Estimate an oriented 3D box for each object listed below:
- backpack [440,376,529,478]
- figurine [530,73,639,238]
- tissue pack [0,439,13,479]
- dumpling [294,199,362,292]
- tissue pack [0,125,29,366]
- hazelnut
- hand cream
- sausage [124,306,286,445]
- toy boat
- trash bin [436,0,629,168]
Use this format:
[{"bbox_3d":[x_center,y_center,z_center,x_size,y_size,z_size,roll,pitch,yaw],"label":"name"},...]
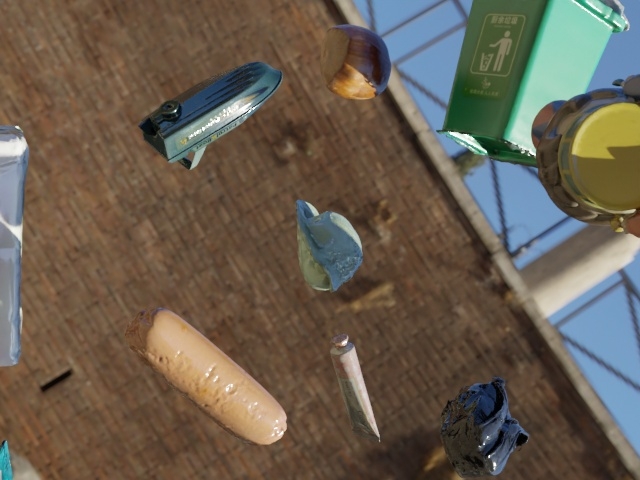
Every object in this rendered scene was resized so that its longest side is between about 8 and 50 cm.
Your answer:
[{"bbox_3d":[0.223,0.273,1.548,0.165,0.106,0.120,-18,89,-62],"label":"backpack"},{"bbox_3d":[0.286,-0.084,1.055,0.275,0.158,0.161,-162,-106,-86],"label":"figurine"},{"bbox_3d":[-0.484,0.360,1.547,0.028,0.138,0.085,17,-51,13],"label":"tissue pack"},{"bbox_3d":[0.015,0.003,1.763,0.219,0.108,0.153,-106,-169,-68],"label":"dumpling"},{"bbox_3d":[-0.575,0.000,1.609,0.194,0.266,0.356,-147,-120,-66],"label":"tissue pack"},{"bbox_3d":[0.072,-0.356,2.159,0.150,0.150,0.150,54,-13,18],"label":"hazelnut"},{"bbox_3d":[0.057,0.263,1.915,0.067,0.043,0.210,6,-60,44],"label":"hand cream"},{"bbox_3d":[-0.160,0.196,1.537,0.289,0.086,0.086,43,-4,-27],"label":"sausage"},{"bbox_3d":[-0.159,-0.198,1.646,0.093,0.246,0.103,39,-24,43],"label":"toy boat"},{"bbox_3d":[0.419,-0.348,2.171,0.295,0.381,0.259,20,-1,-40],"label":"trash bin"}]
